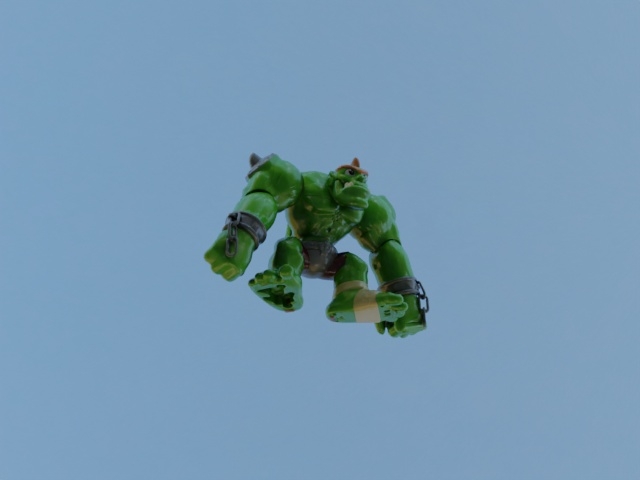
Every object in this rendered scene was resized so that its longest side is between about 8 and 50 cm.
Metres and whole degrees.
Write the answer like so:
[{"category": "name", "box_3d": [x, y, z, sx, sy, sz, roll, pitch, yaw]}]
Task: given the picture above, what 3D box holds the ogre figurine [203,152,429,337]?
[{"category": "ogre figurine", "box_3d": [0.000, 0.000, 0.949, 0.197, 0.097, 0.118, 8, -120, -16]}]
